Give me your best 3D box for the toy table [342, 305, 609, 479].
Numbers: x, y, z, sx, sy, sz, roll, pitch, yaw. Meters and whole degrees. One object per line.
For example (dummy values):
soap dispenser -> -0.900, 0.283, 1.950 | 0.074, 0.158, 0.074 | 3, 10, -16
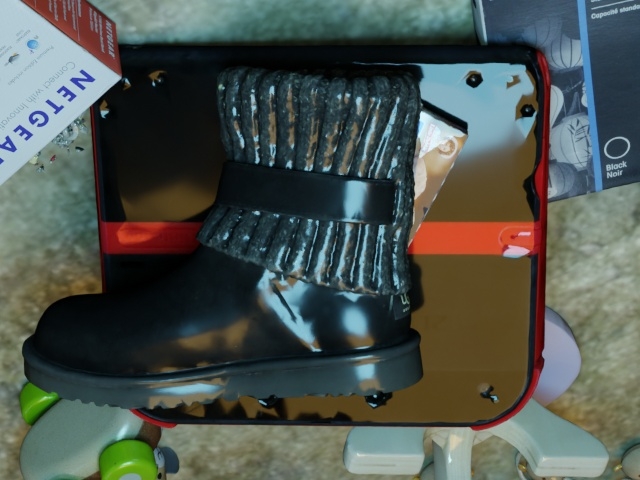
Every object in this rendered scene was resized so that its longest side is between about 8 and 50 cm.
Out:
toy table -> 0.131, 0.160, 1.767 | 0.274, 0.161, 0.252 | -6, 130, -6

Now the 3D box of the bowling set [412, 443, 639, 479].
bowling set -> 0.252, 0.316, 1.903 | 0.287, 0.200, 0.154 | -12, 129, -6

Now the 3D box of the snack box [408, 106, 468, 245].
snack box -> 0.053, -0.027, 1.526 | 0.064, 0.022, 0.178 | 27, 106, -2

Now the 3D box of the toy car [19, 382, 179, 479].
toy car -> -0.179, 0.211, 1.767 | 0.149, 0.155, 0.188 | -34, 137, 18

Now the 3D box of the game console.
game console -> 0.000, 0.000, 1.580 | 0.387, 0.060, 0.342 | 0, 106, 3

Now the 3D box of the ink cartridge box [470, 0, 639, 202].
ink cartridge box -> 0.214, -0.180, 1.562 | 0.165, 0.065, 0.332 | -13, 130, 2

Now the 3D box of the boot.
boot -> -0.082, -0.010, 1.484 | 0.348, 0.131, 0.260 | -4, 102, 10

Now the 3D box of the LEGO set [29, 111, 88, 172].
LEGO set -> -0.227, -0.086, 1.569 | 0.054, 0.023, 0.083 | 32, 123, 3

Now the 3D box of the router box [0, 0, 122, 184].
router box -> -0.381, -0.134, 1.477 | 0.335, 0.082, 0.301 | -39, 125, 21
